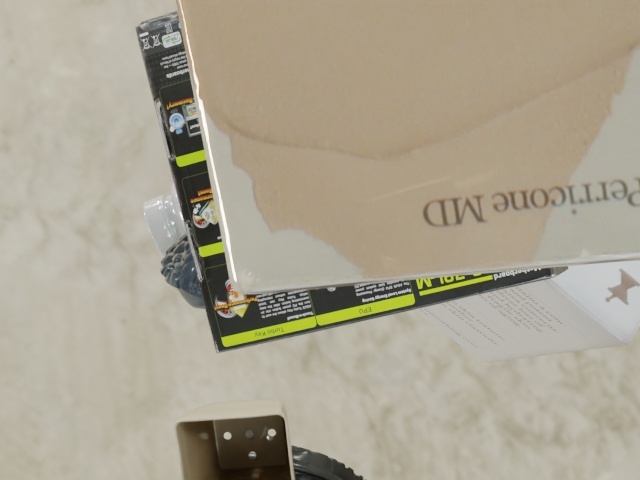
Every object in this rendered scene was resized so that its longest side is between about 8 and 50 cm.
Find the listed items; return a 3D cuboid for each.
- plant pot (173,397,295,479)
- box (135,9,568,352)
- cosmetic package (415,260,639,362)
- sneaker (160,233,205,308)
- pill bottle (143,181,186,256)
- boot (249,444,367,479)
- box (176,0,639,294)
[{"bbox_3d":[-0.075,0.207,1.526,0.109,0.109,0.096,-5,13,7],"label":"plant pot"},{"bbox_3d":[0.015,-0.050,0.814,0.191,0.045,0.184,-15,92,18],"label":"box"},{"bbox_3d":[0.247,-0.076,1.947,0.327,0.329,0.394,-55,12,-17],"label":"cosmetic package"},{"bbox_3d":[0.000,0.000,1.087,0.110,0.283,0.122,-39,86,31],"label":"sneaker"},{"bbox_3d":[-0.080,-0.031,1.275,0.120,0.067,0.067,-22,54,6],"label":"pill bottle"},{"bbox_3d":[-0.017,0.389,1.687,0.131,0.348,0.260,-1,55,34],"label":"boot"},{"bbox_3d":[0.029,-0.151,0.456,0.148,0.121,0.311,-7,101,21],"label":"box"}]
